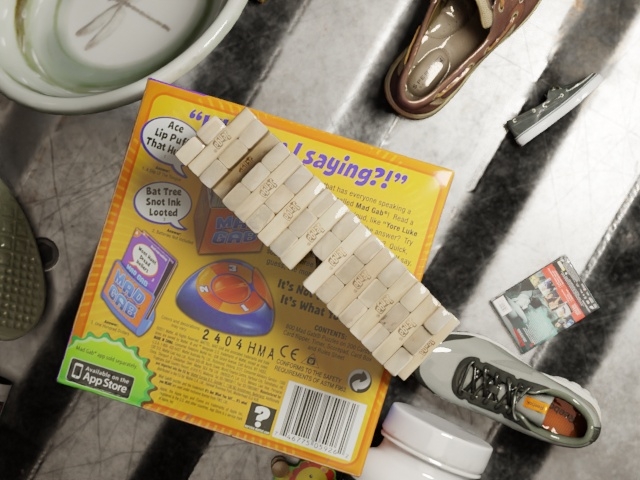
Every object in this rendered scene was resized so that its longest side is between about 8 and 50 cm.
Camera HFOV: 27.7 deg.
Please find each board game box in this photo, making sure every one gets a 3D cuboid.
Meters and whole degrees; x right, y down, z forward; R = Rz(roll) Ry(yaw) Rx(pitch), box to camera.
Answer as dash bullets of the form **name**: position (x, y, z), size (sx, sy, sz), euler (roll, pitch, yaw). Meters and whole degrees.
- **board game box**: position (-0.066, 0.039, 1.588), size (0.357, 0.356, 0.356), euler (17, 91, 2)

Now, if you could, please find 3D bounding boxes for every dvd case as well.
- **dvd case**: position (0.301, 0.085, 1.745), size (0.119, 0.013, 0.087), euler (-33, 89, 1)

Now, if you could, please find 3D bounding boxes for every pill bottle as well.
- **pill bottle**: position (0.090, 0.388, 1.668), size (0.188, 0.188, 0.334), euler (24, 91, 2)

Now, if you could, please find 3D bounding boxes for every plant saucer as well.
- **plant saucer**: position (-0.250, -0.310, 1.673), size (0.401, 0.100, 0.400), euler (-10, 58, 17)

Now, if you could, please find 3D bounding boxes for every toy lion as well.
- **toy lion**: position (-0.028, 0.338, 1.753), size (0.096, 0.034, 0.100), euler (17, 91, -5)

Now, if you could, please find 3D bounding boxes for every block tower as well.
- **block tower**: position (0.000, 0.000, 1.362), size (0.335, 0.097, 0.091), euler (45, 92, 0)

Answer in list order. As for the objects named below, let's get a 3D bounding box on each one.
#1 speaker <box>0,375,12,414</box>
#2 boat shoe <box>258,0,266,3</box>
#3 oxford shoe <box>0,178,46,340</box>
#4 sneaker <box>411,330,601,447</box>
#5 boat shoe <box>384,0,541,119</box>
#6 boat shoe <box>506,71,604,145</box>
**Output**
- **speaker**: position (-0.465, 0.246, 1.757), size (0.055, 0.055, 0.136), euler (21, 91, 2)
- **boat shoe**: position (-0.059, -0.394, 1.736), size (0.049, 0.056, 0.152), euler (27, 91, -3)
- **oxford shoe**: position (-0.528, -0.056, 1.729), size (0.130, 0.169, 0.449), euler (-31, 99, 43)
- **sneaker**: position (0.246, 0.194, 1.702), size (0.272, 0.108, 0.100), euler (22, 93, 3)
- **boat shoe**: position (0.206, -0.307, 1.691), size (0.123, 0.123, 0.342), euler (40, 92, 2)
- **boat shoe**: position (0.311, -0.182, 1.726), size (0.142, 0.049, 0.040), euler (-38, 88, 4)
